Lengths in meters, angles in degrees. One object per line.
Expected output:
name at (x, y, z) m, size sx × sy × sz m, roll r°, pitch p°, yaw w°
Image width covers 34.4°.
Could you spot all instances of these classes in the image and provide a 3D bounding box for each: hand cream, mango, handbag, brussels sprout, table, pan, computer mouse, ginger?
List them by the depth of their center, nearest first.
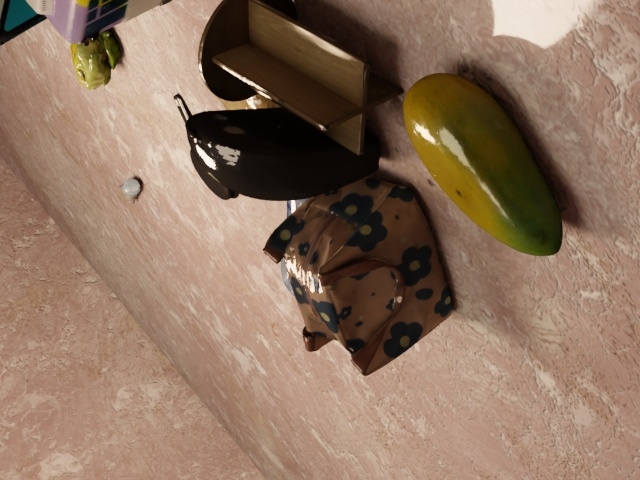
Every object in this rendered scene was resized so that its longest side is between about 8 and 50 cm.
mango at (0.178, -0.081, 1.153) m, size 0.237 × 0.091 × 0.137 m, roll 58°, pitch 166°, yaw -7°
table at (-0.021, -0.211, 1.312) m, size 0.226 × 0.167 × 0.167 m, roll 35°, pitch 152°, yaw 34°
computer mouse at (-0.055, -0.110, 1.381) m, size 0.170 × 0.269 × 0.100 m, roll 35°, pitch 121°, yaw 39°
handbag at (0.055, 0.053, 1.473) m, size 0.190 × 0.193 × 0.252 m, roll 22°, pitch 141°, yaw 48°
ginger at (-0.107, -0.209, 1.623) m, size 0.213 × 0.074 × 0.137 m, roll 23°, pitch 133°, yaw 49°
pan at (-0.235, -0.177, 2.020) m, size 0.136 × 0.028 × 0.235 m, roll 8°, pitch 130°, yaw 63°
brussels sprout at (-0.474, -0.391, 2.139) m, size 0.139 × 0.100 × 0.181 m, roll 58°, pitch 164°, yaw 24°
hand cream at (-0.489, -0.128, 2.647) m, size 0.065 × 0.043 × 0.170 m, roll 54°, pitch 162°, yaw -5°

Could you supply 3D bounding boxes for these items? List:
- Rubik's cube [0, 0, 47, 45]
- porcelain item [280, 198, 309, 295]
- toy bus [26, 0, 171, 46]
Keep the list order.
Rubik's cube at (-0.614, -0.535, 2.010) m, size 0.246 × 0.250 × 0.248 m, roll 15°, pitch 137°, yaw 61°
porcelain item at (0.000, 0.000, 1.619) m, size 0.141 × 0.141 × 0.259 m, roll 34°, pitch 143°, yaw 46°
toy bus at (-0.301, -0.454, 1.422) m, size 0.209 × 0.249 × 0.440 m, roll 56°, pitch 160°, yaw 0°
